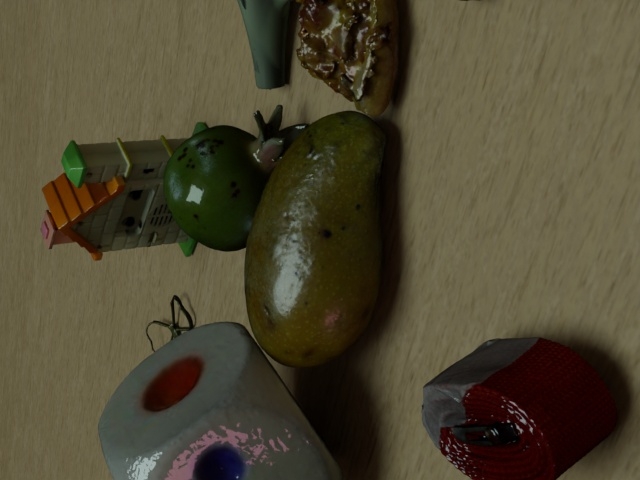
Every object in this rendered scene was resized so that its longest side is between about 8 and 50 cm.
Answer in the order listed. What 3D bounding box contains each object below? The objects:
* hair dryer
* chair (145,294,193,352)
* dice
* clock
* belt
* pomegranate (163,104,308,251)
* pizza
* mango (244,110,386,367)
[{"bbox_3d":[-0.038,-0.290,1.359,0.225,0.088,0.219,38,135,28],"label":"hair dryer"},{"bbox_3d":[-0.271,0.278,1.726,0.325,0.170,0.160,63,144,17],"label":"chair"},{"bbox_3d":[-0.129,0.278,1.342,0.251,0.243,0.259,58,171,-23],"label":"dice"},{"bbox_3d":[-0.308,-0.072,1.616,0.106,0.255,0.220,59,139,31],"label":"clock"},{"bbox_3d":[0.201,0.169,1.025,0.201,0.124,0.128,-13,104,61],"label":"belt"},{"bbox_3d":[-0.110,-0.090,1.413,0.224,0.181,0.181,-34,66,30],"label":"pomegranate"},{"bbox_3d":[0.012,-0.290,1.214,0.161,0.085,0.305,-20,89,37],"label":"pizza"},{"bbox_3d":[-0.008,0.001,1.272,0.177,0.175,0.329,4,105,10],"label":"mango"}]
